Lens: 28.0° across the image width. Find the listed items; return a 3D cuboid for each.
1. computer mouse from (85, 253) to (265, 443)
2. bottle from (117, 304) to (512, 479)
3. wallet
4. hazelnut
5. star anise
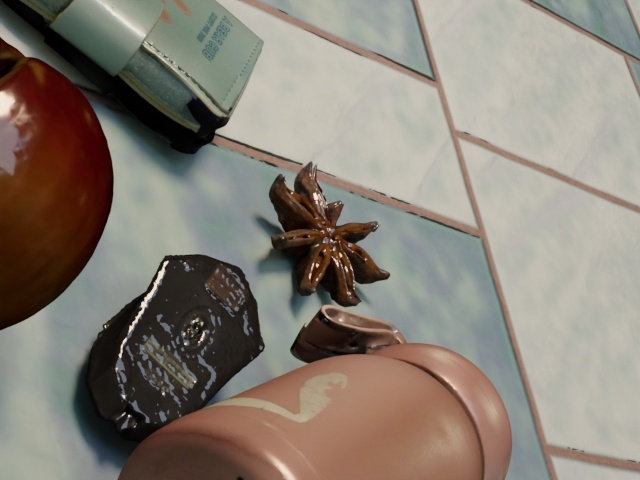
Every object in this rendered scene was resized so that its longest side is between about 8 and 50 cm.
[{"bbox_3d":[-0.107,0.077,0.906,0.099,0.057,0.172,47,47,-12],"label":"computer mouse"},{"bbox_3d":[0.005,0.151,0.871,0.206,0.173,0.297,48,34,17],"label":"bottle"},{"bbox_3d":[-0.163,-0.198,1.061,0.250,0.075,0.176,41,31,-17],"label":"wallet"},{"bbox_3d":[-0.247,-0.041,0.732,0.251,0.217,0.217,34,35,8],"label":"hazelnut"},{"bbox_3d":[-0.001,0.001,1.096,0.141,0.042,0.141,32,40,-32],"label":"star anise"}]
